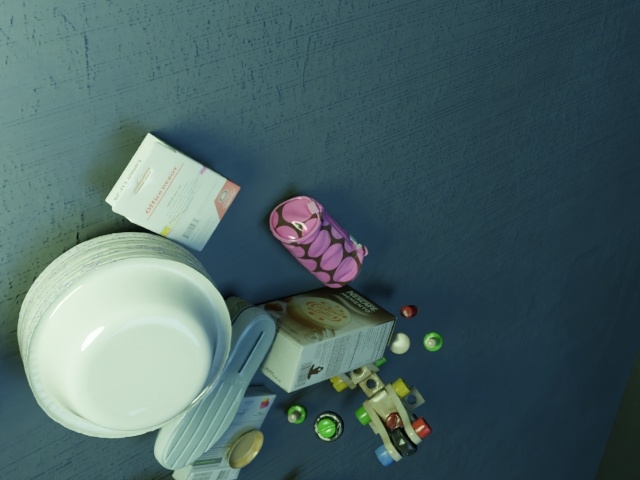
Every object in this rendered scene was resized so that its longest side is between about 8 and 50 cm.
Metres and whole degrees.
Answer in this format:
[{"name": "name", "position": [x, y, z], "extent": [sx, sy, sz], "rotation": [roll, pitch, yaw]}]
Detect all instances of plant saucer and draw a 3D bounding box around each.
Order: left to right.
[{"name": "plant saucer", "position": [-0.139, 0.376, 1.826], "extent": [0.083, 0.015, 0.083], "rotation": [-31, 139, -32]}]

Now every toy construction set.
[{"name": "toy construction set", "position": [0.131, 0.270, 1.987], "extent": [0.308, 0.258, 0.237], "rotation": [-62, 168, 5]}]

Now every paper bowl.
[{"name": "paper bowl", "position": [-0.259, 0.143, 1.374], "extent": [0.284, 0.148, 0.284], "rotation": [-10, 119, -19]}]

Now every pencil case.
[{"name": "pencil case", "position": [0.000, 0.000, 1.692], "extent": [0.098, 0.095, 0.209], "rotation": [-23, 150, 15]}]

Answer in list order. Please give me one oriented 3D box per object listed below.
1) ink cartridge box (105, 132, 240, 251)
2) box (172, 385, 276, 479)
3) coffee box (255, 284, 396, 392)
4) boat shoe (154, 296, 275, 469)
[{"name": "ink cartridge box", "position": [-0.214, -0.071, 1.400], "extent": [0.115, 0.067, 0.198], "rotation": [-57, 147, 2]}, {"name": "box", "position": [-0.172, 0.351, 1.813], "extent": [0.145, 0.038, 0.186], "rotation": [7, 113, -53]}, {"name": "coffee box", "position": [-0.004, 0.166, 1.776], "extent": [0.247, 0.141, 0.098], "rotation": [-12, 126, -46]}, {"name": "boat shoe", "position": [-0.182, 0.233, 1.656], "extent": [0.109, 0.094, 0.302], "rotation": [34, 89, -45]}]
